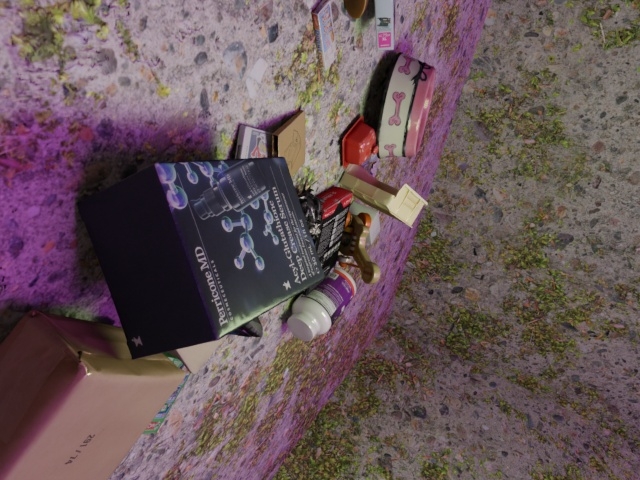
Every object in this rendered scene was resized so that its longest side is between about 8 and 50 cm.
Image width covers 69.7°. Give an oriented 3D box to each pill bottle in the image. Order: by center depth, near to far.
[{"bbox_3d":[0.003,0.263,1.911,0.323,0.181,0.181,-46,152,-41],"label":"pill bottle"}]

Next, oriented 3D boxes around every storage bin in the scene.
[{"bbox_3d":[0.245,-0.185,1.823,0.260,0.262,0.123,25,96,-55],"label":"storage bin"}]

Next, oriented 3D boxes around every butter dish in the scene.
[{"bbox_3d":[0.158,-0.349,1.699,0.160,0.118,0.160,-54,156,-29],"label":"butter dish"}]

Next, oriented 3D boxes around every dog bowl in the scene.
[{"bbox_3d":[0.340,-0.511,1.803,0.408,0.150,0.408,13,90,-77],"label":"dog bowl"}]

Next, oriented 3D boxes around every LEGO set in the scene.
[{"bbox_3d":[0.229,-0.304,2.013,0.182,0.060,0.244,-34,144,-48],"label":"LEGO set"}]

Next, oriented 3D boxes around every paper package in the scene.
[{"bbox_3d":[-0.453,0.313,0.810,0.325,0.168,0.309,-53,158,-5],"label":"paper package"}]

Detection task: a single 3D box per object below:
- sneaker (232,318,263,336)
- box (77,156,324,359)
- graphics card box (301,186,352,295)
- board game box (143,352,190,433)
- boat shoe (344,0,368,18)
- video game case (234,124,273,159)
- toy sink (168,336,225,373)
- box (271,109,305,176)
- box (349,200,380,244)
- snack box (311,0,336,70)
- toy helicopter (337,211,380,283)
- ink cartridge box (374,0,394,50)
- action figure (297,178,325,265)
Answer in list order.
[{"bbox_3d":[-0.232,0.201,1.355,0.341,0.125,0.140,92,2,-67],"label":"sneaker"},{"bbox_3d":[-0.203,0.009,0.910,0.395,0.212,0.293,-23,95,-61],"label":"box"},{"bbox_3d":[0.000,0.000,1.738,0.233,0.094,0.371,-38,145,-52],"label":"graphics card box"},{"bbox_3d":[-0.448,0.372,1.131,0.213,0.046,0.317,-60,159,-11],"label":"board game box"},{"bbox_3d":[0.109,-0.713,1.240,0.073,0.073,0.207,-49,154,-32],"label":"boat shoe"},{"bbox_3d":[-0.160,-0.193,1.196,0.201,0.023,0.183,-11,114,-66],"label":"video game case"},{"bbox_3d":[-0.330,0.178,1.083,0.153,0.131,0.234,-52,151,-31],"label":"toy sink"},{"bbox_3d":[-0.086,-0.253,1.281,0.201,0.021,0.164,-57,156,-51],"label":"box"},{"bbox_3d":[0.189,-0.077,2.056,0.091,0.130,0.170,-57,158,-19],"label":"box"},{"bbox_3d":[0.013,-0.556,1.254,0.064,0.022,0.178,-56,158,-21],"label":"snack box"},{"bbox_3d":[0.136,0.049,1.846,0.140,0.355,0.235,10,125,-32],"label":"toy helicopter"},{"bbox_3d":[0.186,-0.738,1.328,0.311,0.065,0.186,67,25,-60],"label":"ink cartridge box"},{"bbox_3d":[-0.059,-0.054,1.483,0.164,0.141,0.276,4,82,-61],"label":"action figure"}]
